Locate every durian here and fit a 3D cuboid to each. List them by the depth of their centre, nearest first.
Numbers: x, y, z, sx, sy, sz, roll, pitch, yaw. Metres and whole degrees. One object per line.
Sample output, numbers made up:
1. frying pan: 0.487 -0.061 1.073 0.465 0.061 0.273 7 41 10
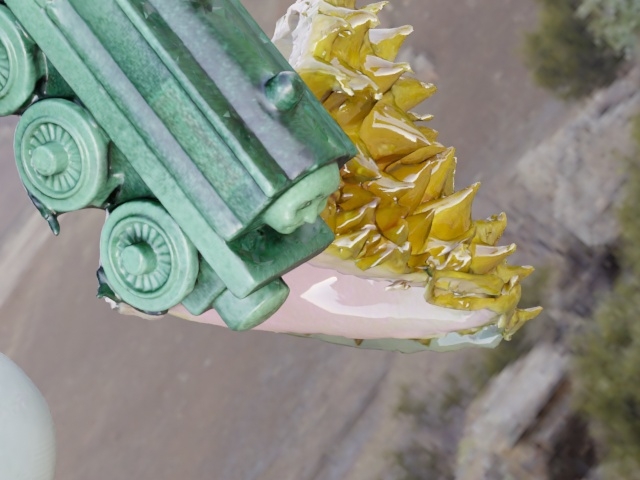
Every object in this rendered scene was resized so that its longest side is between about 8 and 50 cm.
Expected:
1. durian: 0.011 0.001 0.741 0.186 0.195 0.305 -63 6 -22

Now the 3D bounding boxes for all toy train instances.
1. toy train: -0.057 -0.053 0.512 0.071 0.170 0.111 -29 -12 -50

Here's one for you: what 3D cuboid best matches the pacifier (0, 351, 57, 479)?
1. pacifier: -0.212 0.055 0.537 0.288 0.269 0.343 29 96 59
